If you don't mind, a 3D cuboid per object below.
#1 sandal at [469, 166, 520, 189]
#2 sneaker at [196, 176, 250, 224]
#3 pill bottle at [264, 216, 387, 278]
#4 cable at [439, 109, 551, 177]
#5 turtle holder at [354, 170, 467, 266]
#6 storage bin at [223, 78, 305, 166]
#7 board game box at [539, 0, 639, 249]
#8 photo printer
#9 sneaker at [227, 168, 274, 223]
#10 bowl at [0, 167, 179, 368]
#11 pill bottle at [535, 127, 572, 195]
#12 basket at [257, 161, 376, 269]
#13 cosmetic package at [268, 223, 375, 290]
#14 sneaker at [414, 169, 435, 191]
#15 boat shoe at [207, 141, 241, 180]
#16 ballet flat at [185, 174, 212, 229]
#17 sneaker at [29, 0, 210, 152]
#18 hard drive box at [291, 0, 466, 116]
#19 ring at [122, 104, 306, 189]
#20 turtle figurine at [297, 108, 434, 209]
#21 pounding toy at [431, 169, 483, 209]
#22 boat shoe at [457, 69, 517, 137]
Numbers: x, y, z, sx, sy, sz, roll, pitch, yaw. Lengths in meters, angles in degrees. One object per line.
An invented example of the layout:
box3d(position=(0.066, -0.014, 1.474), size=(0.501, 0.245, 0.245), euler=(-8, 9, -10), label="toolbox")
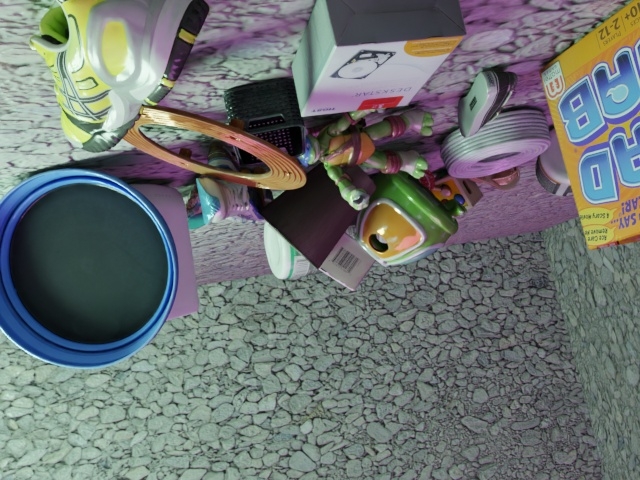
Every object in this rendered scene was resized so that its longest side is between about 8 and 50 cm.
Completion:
box3d(position=(0.515, -0.194, 1.977), size=(0.240, 0.088, 0.079), euler=(2, 171, -37), label="sandal")
box3d(position=(-0.182, -0.082, 1.329), size=(0.092, 0.088, 0.229), euler=(-9, -172, -4), label="sneaker")
box3d(position=(0.026, -0.007, 2.133), size=(0.360, 0.204, 0.204), euler=(-8, 170, -21), label="pill bottle")
box3d(position=(0.409, -0.225, 1.651), size=(0.257, 0.089, 0.257), euler=(-15, 170, 20), label="cable")
box3d(position=(0.195, -0.070, 1.716), size=(0.227, 0.243, 0.320), euler=(-48, -157, 12), label="turtle holder")
box3d(position=(-0.093, -0.198, 1.204), size=(0.122, 0.085, 0.180), euler=(-11, 170, -3), label="storage bin")
box3d(position=(0.662, -0.215, 1.189), size=(0.356, 0.357, 0.356), euler=(-8, 170, -20), label="board game box")
box3d(position=(-0.399, 0.033, 1.517), size=(0.256, 0.308, 0.107), euler=(-13, -169, -42), label="photo printer")
box3d(position=(-0.194, -0.087, 1.673), size=(0.130, 0.112, 0.296), euler=(-7, 168, 6), label="sneaker")
box3d(position=(-0.463, 0.053, 1.370), size=(0.390, 0.392, 0.077), euler=(-13, -172, 6), label="bowl")
box3d(position=(0.658, -0.205, 1.867), size=(0.162, 0.162, 0.278), euler=(-14, 171, 12), label="pill bottle")
box3d(position=(0.005, -0.078, 1.582), size=(0.227, 0.204, 0.154), euler=(-46, -145, -3), label="basket")
box3d(position=(0.000, 0.000, 1.820), size=(0.160, 0.113, 0.309), euler=(34, -177, -31), label="cosmetic package")
box3d(position=(0.203, -0.152, 1.921), size=(0.225, 0.088, 0.093), euler=(-10, -169, -7), label="sneaker")
box3d(position=(-0.190, -0.148, 1.431), size=(0.066, 0.066, 0.183), euler=(-8, 165, -1), label="boat shoe")
box3d(position=(-0.270, -0.094, 1.621), size=(0.091, 0.077, 0.241), euler=(-7, 167, -27), label="ballet flat")
box3d(position=(-0.260, -0.219, 0.833), size=(0.147, 0.145, 0.384), euler=(28, 156, -23), label="sneaker")
box3d(position=(0.071, -0.266, 0.985), size=(0.181, 0.089, 0.232), euler=(-9, 171, -13), label="hard drive box")
box3d(position=(-0.181, -0.153, 1.123), size=(0.336, 0.032, 0.336), euler=(15, 171, 2), label="ring")
box3d(position=(0.108, -0.165, 1.313), size=(0.266, 0.198, 0.274), euler=(-11, 175, -31), label="turtle figurine")
box3d(position=(0.359, -0.143, 1.998), size=(0.130, 0.141, 0.100), euler=(-22, -166, 49), label="pounding toy")
box3d(position=(0.322, -0.261, 1.361), size=(0.070, 0.078, 0.219), euler=(-9, 169, -7), label="boat shoe")
